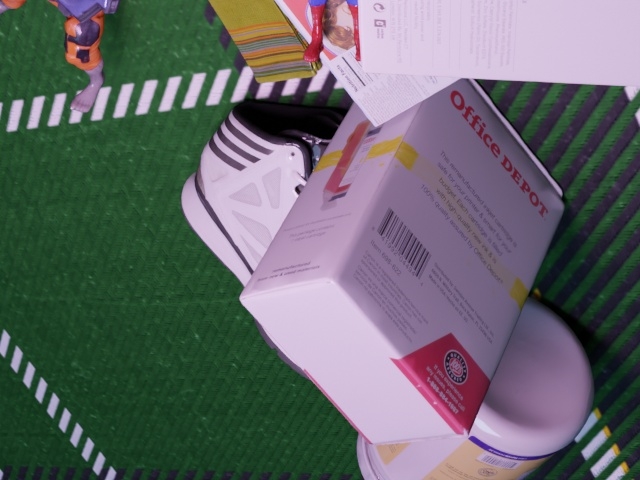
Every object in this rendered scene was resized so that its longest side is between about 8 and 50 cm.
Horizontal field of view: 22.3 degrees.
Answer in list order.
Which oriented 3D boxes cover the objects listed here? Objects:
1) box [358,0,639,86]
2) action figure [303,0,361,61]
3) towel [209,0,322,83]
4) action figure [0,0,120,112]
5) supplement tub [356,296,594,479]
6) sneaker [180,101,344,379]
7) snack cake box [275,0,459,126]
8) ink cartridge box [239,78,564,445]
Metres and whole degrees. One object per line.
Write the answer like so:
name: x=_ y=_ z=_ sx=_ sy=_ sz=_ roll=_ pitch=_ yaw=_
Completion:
box: x=0.219 y=-0.290 z=1.637 sx=0.345 sy=0.215 sz=0.168 roll=4 pitch=139 yaw=7
action figure: x=0.010 y=-0.312 z=1.718 sx=0.092 sy=0.139 sz=0.280 roll=-1 pitch=117 yaw=6
towel: x=-0.094 y=-0.293 z=2.034 sx=0.102 sy=0.021 sz=0.237 roll=-8 pitch=130 yaw=35
action figure: x=-0.334 y=-0.370 z=2.026 sx=0.341 sy=0.178 sz=0.330 roll=50 pitch=137 yaw=15
supplement tub: x=0.208 y=0.245 z=2.290 sx=0.241 sy=0.241 sz=0.331 roll=31 pitch=142 yaw=-5
sneaker: x=-0.001 y=0.000 z=2.111 sx=0.447 sy=0.169 sz=0.257 roll=47 pitch=141 yaw=17
snack cake box: x=0.052 y=-0.278 z=1.871 sx=0.152 sy=0.089 sz=0.264 roll=-28 pitch=119 yaw=22
ink cartridge box: x=0.112 y=0.012 z=1.968 sx=0.160 sy=0.384 sz=0.279 roll=-14 pitch=126 yaw=44
